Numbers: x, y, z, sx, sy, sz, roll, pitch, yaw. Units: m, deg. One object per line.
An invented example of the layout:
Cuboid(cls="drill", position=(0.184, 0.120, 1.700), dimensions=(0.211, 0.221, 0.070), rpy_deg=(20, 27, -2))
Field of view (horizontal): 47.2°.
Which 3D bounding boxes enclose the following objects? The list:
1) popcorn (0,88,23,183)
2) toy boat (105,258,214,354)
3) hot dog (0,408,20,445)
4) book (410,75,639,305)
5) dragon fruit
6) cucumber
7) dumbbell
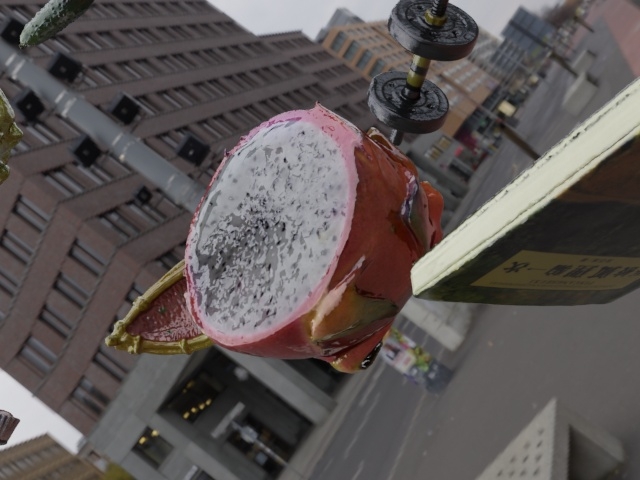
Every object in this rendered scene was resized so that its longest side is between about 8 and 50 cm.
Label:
Cuboid(cls="popcorn", position=(-0.431, -0.098, 0.820), dimensions=(0.197, 0.213, 0.198), rpy_deg=(-28, 8, 4))
Cuboid(cls="toy boat", position=(-0.158, 0.075, 1.057), dimensions=(0.317, 0.141, 0.099), rpy_deg=(-32, -15, 11))
Cuboid(cls="hot dog", position=(-0.610, 0.292, 1.157), dimensions=(0.131, 0.252, 0.069), rpy_deg=(146, 127, -63))
Cuboid(cls="book", position=(0.166, -0.023, 0.347), dimensions=(0.160, 0.024, 0.228), rpy_deg=(5, -30, -29))
Cuboid(cls="dragon fruit", position=(0.000, 0.000, 0.801), dimensions=(0.189, 0.290, 0.291), rpy_deg=(24, -74, -45))
Cuboid(cls="cucumber", position=(-0.552, -0.469, 1.527), dimensions=(0.227, 0.069, 0.069), rpy_deg=(-31, 3, 20))
Cuboid(cls="dumbbell", position=(0.161, -0.282, 1.186), dimensions=(0.143, 0.143, 0.326), rpy_deg=(-49, -17, -40))
